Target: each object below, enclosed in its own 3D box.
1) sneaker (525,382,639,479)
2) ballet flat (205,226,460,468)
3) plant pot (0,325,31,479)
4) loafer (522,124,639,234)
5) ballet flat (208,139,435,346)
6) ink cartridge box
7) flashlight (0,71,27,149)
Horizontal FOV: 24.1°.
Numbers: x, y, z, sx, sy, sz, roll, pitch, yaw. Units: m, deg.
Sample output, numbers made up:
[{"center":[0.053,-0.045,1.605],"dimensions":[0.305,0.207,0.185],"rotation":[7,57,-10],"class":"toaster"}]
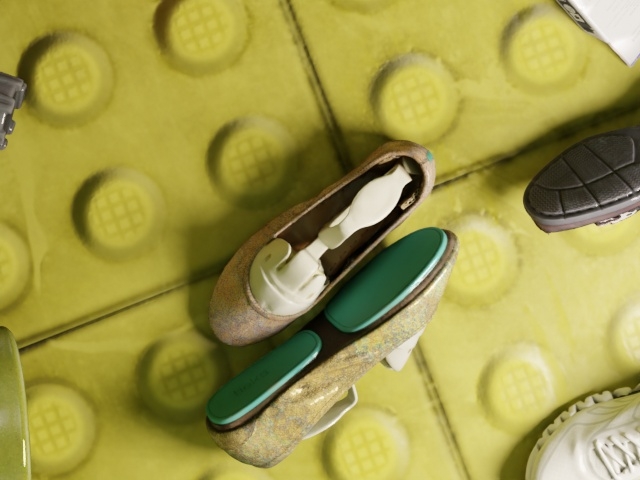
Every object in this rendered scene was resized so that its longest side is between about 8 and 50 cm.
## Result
[{"center":[0.364,0.217,1.698],"dimensions":[0.292,0.118,0.110],"rotation":[-31,98,-2],"class":"sneaker"},{"center":[0.030,0.125,1.667],"dimensions":[0.348,0.123,0.123],"rotation":[-39,97,-3],"class":"ballet flat"},{"center":[-0.479,0.216,1.510],"dimensions":[0.353,0.366,0.367],"rotation":[-3,94,-17],"class":"plant pot"},{"center":[0.373,-0.081,1.692],"dimensions":[0.302,0.109,0.095],"rotation":[-30,140,-3],"class":"loafer"},{"center":[0.000,0.000,1.649],"dimensions":[0.316,0.106,0.107],"rotation":[-44,97,-2],"class":"ballet flat"},{"center":[0.346,-0.335,1.681],"dimensions":[0.208,0.045,0.206],"rotation":[40,89,-35],"class":"ink cartridge box"},{"center":[-0.475,-0.169,1.588],"dimensions":[0.304,0.103,0.103],"rotation":[17,89,-6],"class":"flashlight"}]
